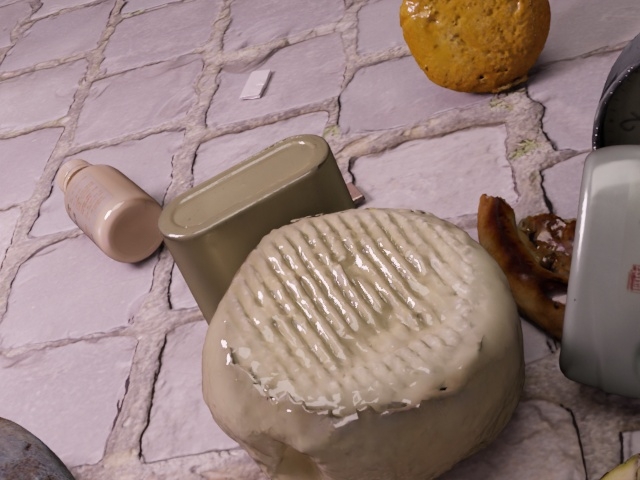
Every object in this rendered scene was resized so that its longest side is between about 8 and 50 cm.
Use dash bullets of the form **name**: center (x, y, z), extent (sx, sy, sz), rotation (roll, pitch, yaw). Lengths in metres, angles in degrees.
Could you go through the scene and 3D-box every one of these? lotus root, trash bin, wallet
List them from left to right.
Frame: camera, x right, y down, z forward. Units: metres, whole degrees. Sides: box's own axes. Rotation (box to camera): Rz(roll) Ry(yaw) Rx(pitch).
- **lotus root**: center (-0.353, 0.308, 1.123), extent (0.322, 0.140, 0.158), rotation (22, 56, 39)
- **wallet**: center (-0.119, -0.286, 1.801), extent (0.044, 0.011, 0.083), rotation (-4, 41, 21)
- **trash bin**: center (-0.054, 0.022, 1.222), extent (0.243, 0.247, 0.121), rotation (-30, 37, -7)

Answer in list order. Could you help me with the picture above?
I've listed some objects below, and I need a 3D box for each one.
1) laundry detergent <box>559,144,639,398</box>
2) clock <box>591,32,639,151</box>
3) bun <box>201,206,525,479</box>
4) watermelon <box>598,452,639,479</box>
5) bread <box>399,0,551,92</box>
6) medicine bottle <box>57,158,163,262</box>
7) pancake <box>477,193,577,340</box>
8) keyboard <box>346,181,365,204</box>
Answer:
- **laundry detergent**: center (0.458, 0.048, 0.995), extent (0.397, 0.124, 0.264), rotation (7, 87, 14)
- **clock**: center (0.456, -0.104, 1.051), extent (0.325, 0.325, 0.067), rotation (5, 42, 30)
- **bun**: center (0.047, 0.132, 1.071), extent (0.359, 0.211, 0.360), rotation (-1, 44, 1)
- **watermelon**: center (0.256, 0.349, 0.792), extent (0.128, 0.159, 0.303), rotation (23, 49, -1)
- **bread**: center (0.241, -0.352, 1.532), extent (0.239, 0.240, 0.139), rotation (-14, 27, 11)
- **medicine bottle**: center (-0.347, -0.061, 1.567), extent (0.114, 0.114, 0.252), rotation (-36, 41, -16)
- **pancake**: center (0.290, 0.031, 1.193), extent (0.257, 0.056, 0.212), rotation (4, 47, 30)
- **keyboard**: center (-0.014, -0.033, 1.451), extent (0.165, 0.017, 0.055), rotation (-29, 34, -8)
